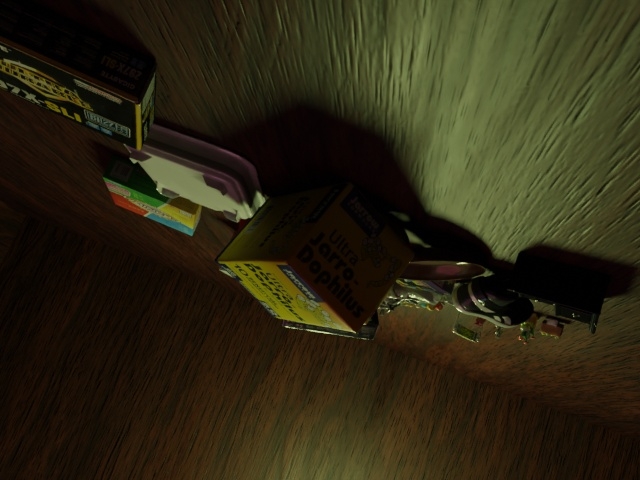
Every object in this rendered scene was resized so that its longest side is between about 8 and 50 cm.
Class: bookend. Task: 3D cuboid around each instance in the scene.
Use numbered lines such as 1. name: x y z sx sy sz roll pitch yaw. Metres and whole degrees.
1. bookend: 0.431 0.098 1.176 0.157 0.072 0.156 16 167 23

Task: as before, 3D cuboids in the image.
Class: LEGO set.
1. LEGO set: 0.419 0.199 1.532 0.287 0.107 0.132 22 167 -3

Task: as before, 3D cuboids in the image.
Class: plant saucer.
1. plant saucer: 0.224 0.046 1.275 0.198 0.036 0.198 0 166 0

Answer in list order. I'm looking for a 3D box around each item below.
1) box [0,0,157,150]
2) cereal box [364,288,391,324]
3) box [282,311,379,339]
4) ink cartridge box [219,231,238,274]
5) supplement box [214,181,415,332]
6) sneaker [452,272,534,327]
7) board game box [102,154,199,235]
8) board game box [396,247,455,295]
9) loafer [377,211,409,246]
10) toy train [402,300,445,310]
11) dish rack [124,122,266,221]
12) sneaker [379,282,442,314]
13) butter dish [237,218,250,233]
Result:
1. box: -0.421 -0.271 1.018 0.322 0.079 0.257 24 169 -11
2. cereal box: 0.036 0.091 1.526 0.240 0.173 0.047 24 124 16
3. box: 0.020 0.146 1.531 0.220 0.051 0.175 10 -147 -7
4. ink cartridge box: -0.175 0.063 1.873 0.176 0.128 0.127 9 162 39
5. supplement box: -0.025 0.033 1.267 0.194 0.195 0.356 46 159 -19
6. sneaker: 0.391 0.123 1.336 0.217 0.079 0.121 11 152 -29
7. board game box: -0.436 -0.111 1.720 0.242 0.064 0.316 23 167 -7
8. board game box: 0.203 0.066 1.463 0.141 0.048 0.170 10 163 46
9. loafer: 0.129 -0.020 1.259 0.125 0.045 0.039 41 174 -39
10. toy train: 0.252 0.146 1.738 0.166 0.046 0.125 8 -170 14
11. dish rack: -0.265 -0.131 1.358 0.285 0.072 0.333 19 168 6
12. sneaker: 0.191 0.143 1.646 0.105 0.115 0.281 30 164 -35
13. butter dish: -0.144 0.009 1.625 0.160 0.118 0.160 29 165 -28
